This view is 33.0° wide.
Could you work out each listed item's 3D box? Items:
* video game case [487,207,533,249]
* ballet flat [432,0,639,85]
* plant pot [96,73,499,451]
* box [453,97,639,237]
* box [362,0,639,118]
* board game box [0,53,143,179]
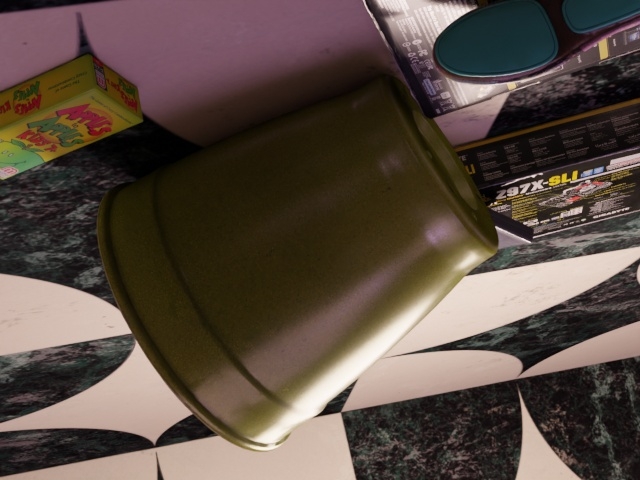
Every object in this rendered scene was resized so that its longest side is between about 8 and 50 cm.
[{"bbox_3d":[0.129,-0.017,1.504,0.196,0.026,0.274,21,161,-31],"label":"video game case"},{"bbox_3d":[0.209,-0.191,0.952,0.222,0.076,0.079,-21,178,16],"label":"ballet flat"},{"bbox_3d":[0.000,0.000,1.247,0.353,0.366,0.366,-32,155,16],"label":"plant pot"},{"bbox_3d":[0.309,-0.080,1.547,0.322,0.079,0.257,-15,157,6],"label":"box"},{"bbox_3d":[0.193,-0.265,0.971,0.318,0.097,0.395,-16,159,14],"label":"box"},{"bbox_3d":[-0.287,-0.125,1.120,0.181,0.043,0.092,-19,158,17],"label":"board game box"}]
